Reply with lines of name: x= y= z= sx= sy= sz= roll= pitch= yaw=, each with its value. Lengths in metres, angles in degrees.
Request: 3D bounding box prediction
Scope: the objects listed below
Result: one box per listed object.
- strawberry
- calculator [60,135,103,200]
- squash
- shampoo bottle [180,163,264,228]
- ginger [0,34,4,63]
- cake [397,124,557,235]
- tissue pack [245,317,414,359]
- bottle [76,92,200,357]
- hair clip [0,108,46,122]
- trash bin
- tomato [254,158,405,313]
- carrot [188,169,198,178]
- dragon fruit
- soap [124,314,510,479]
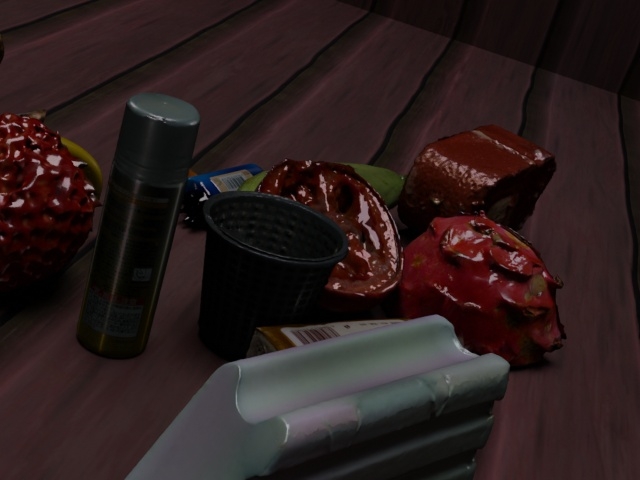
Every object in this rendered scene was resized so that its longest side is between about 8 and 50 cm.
strawberry: x=-0.376 y=-0.022 z=1.240 sx=0.205 sy=0.205 sz=0.244 roll=26 pitch=45 yaw=20
calculator: x=-0.391 y=-0.083 z=1.383 sx=0.234 sy=0.146 sz=0.032 roll=9 pitch=36 yaw=-16
squash: x=0.008 y=-0.063 z=1.644 sx=0.118 sy=0.118 sz=0.370 roll=32 pitch=29 yaw=31
shampoo bottle: x=-0.138 y=-0.062 z=1.609 sx=0.183 sy=0.050 sz=0.087 roll=-19 pitch=76 yaw=-54
ginger: x=-0.604 y=-0.269 z=1.608 sx=0.321 sy=0.172 sz=0.165 roll=5 pitch=58 yaw=5
cake: x=0.248 y=-0.073 z=1.761 sx=0.151 sy=0.177 sz=0.283 roll=30 pitch=32 yaw=27
tissue pack: x=0.053 y=0.159 z=1.218 sx=0.226 sy=0.092 sz=0.183 roll=2 pitch=28 yaw=-34
bottle: x=-0.196 y=-0.014 z=1.184 sx=0.082 sy=0.286 sz=0.082 roll=14 pitch=24 yaw=-6
hair clip: x=-0.516 y=-0.164 z=1.541 sx=0.173 sy=0.069 sz=0.300 roll=0 pitch=-1 yaw=43
trash bin: x=-0.068 y=0.051 z=1.285 sx=0.175 sy=0.161 sz=0.175 roll=13 pitch=22 yaw=-6
tomato: x=0.000 y=0.003 z=1.463 sx=0.228 sy=0.101 sz=0.228 roll=15 pitch=54 yaw=-21
carrot: x=-0.247 y=-0.120 z=1.697 sx=0.043 sy=0.043 sz=0.248 roll=-4 pitch=29 yaw=-39
dragon fruit: x=0.203 y=0.075 z=1.464 sx=0.261 sy=0.163 sz=0.189 roll=24 pitch=52 yaw=14
soap: x=-0.003 y=0.196 z=0.952 sx=0.347 sy=0.208 sz=0.115 roll=-9 pitch=33 yaw=-44
